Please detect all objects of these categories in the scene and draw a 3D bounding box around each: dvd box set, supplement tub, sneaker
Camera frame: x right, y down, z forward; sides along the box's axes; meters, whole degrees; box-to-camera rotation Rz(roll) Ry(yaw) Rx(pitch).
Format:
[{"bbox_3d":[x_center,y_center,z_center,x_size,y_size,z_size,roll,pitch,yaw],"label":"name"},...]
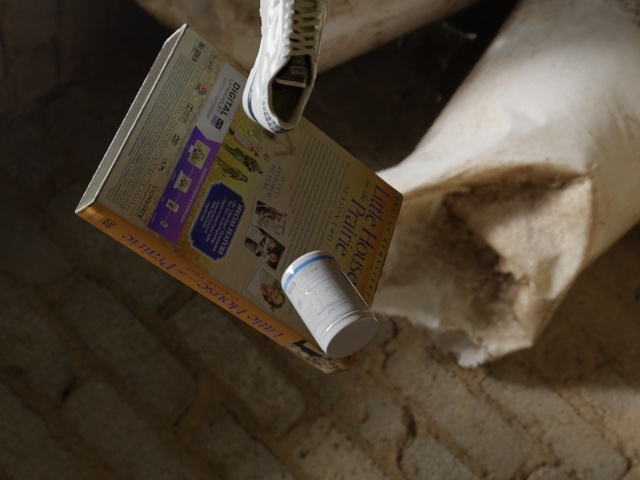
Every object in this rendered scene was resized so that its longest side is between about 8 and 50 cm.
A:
[{"bbox_3d":[-0.083,-0.051,1.241,0.420,0.308,0.062,35,146,-26],"label":"dvd box set"},{"bbox_3d":[0.009,0.070,1.026,0.107,0.071,0.071,54,161,31],"label":"supplement tub"},{"bbox_3d":[-0.029,-0.244,1.098,0.095,0.090,0.235,-139,56,-68],"label":"sneaker"}]
